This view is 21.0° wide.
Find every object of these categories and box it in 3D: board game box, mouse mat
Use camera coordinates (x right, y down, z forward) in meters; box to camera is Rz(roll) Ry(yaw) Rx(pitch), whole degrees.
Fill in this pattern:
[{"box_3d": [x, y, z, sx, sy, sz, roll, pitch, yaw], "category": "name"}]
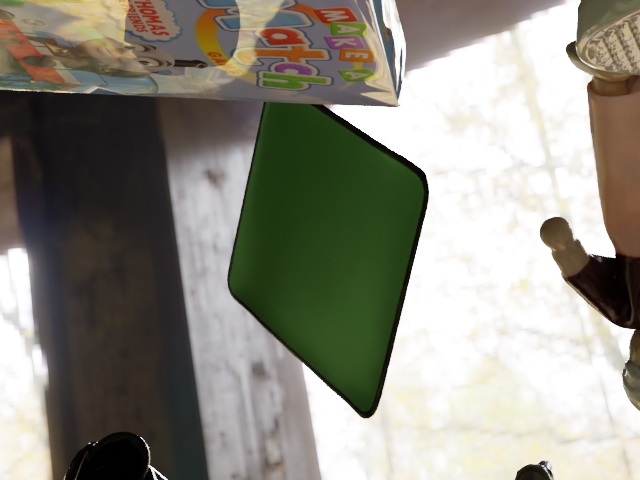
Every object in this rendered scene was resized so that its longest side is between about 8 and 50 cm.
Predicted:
[{"box_3d": [-0.075, -0.103, 0.743, 0.211, 0.039, 0.160, 2, -15, 9], "category": "board game box"}, {"box_3d": [0.000, 0.000, 1.029, 0.007, 0.189, 0.153, 0, -67, -33], "category": "mouse mat"}]

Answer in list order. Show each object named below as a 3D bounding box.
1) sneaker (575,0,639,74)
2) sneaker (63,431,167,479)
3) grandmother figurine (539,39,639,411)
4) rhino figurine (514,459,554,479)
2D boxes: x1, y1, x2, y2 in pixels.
[{"box_3d": [0.283, -0.230, 1.081, 0.135, 0.150, 0.366, 11, -20, -33], "category": "sneaker"}, {"box_3d": [-0.115, 0.160, 1.041, 0.084, 0.097, 0.235, 18, 11, -2], "category": "sneaker"}, {"box_3d": [0.287, -0.002, 1.422, 0.207, 0.104, 0.342, -1, -63, 13], "category": "grandmother figurine"}, {"box_3d": [0.124, 0.225, 0.999, 0.073, 0.243, 0.106, -11, -49, 20], "category": "rhino figurine"}]
